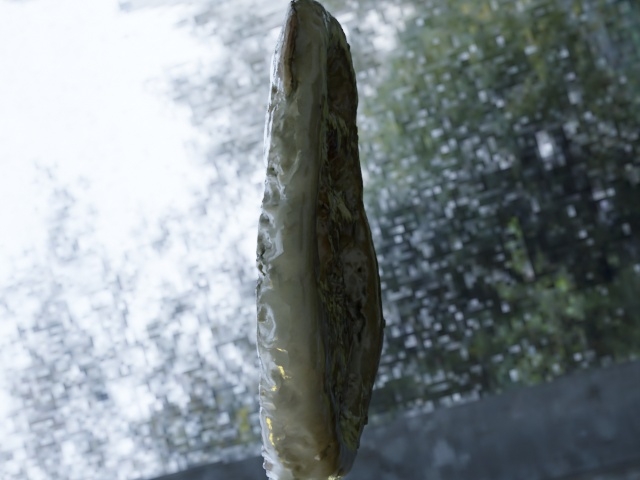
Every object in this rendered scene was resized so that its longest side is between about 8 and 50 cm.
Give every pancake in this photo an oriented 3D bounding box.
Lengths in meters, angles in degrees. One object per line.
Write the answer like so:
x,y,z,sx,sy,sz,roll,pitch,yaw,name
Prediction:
0.000,0.000,0.420,0.139,0.022,0.139,-2,-90,-80,pancake
